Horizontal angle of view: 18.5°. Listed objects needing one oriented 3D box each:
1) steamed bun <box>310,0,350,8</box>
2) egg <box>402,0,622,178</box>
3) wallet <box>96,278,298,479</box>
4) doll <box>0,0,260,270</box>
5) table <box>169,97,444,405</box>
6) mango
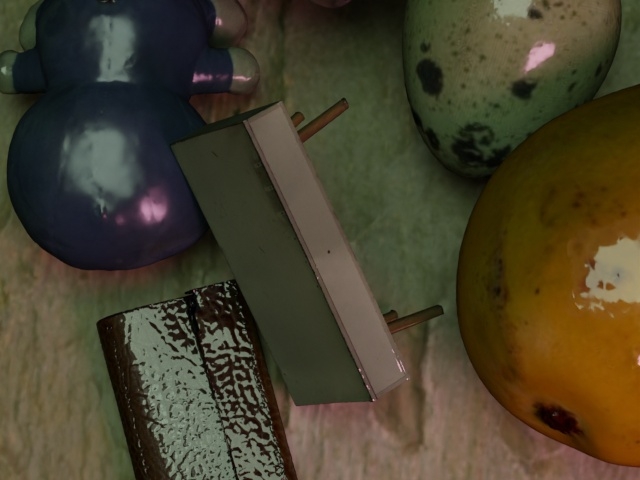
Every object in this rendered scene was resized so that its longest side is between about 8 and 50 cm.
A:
[{"bbox_3d":[0.016,-0.297,1.599,0.268,0.280,0.207,-31,83,21],"label":"steamed bun"},{"bbox_3d":[0.152,-0.160,1.604,0.177,0.177,0.228,16,92,9],"label":"egg"},{"bbox_3d":[-0.095,0.160,1.599,0.133,0.039,0.243,-15,73,1],"label":"wallet"},{"bbox_3d":[-0.165,-0.101,1.635,0.228,0.154,0.258,0,80,1],"label":"doll"},{"bbox_3d":[0.000,0.000,1.560,0.111,0.121,0.240,-31,101,-31],"label":"table"},{"bbox_3d":[0.318,0.001,1.519,0.445,0.232,0.300,-26,69,-11],"label":"mango"}]
